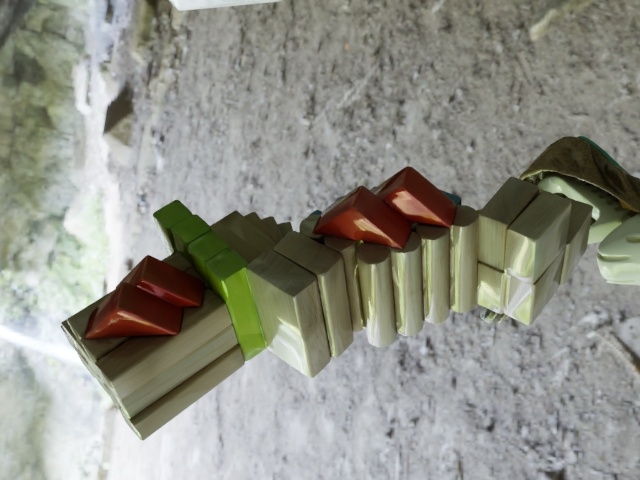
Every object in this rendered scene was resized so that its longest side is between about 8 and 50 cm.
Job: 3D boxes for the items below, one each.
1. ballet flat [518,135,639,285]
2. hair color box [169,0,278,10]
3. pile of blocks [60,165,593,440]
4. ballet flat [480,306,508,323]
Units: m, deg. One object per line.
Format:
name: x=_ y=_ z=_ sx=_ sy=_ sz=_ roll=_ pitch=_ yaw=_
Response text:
ballet flat: x=0.335 y=-0.021 z=0.938 sx=0.342 sy=0.124 sz=0.116 roll=51 pitch=167 yaw=53
hair color box: x=-0.173 y=-0.429 z=1.118 sx=0.347 sy=0.174 sz=0.105 roll=32 pitch=-123 yaw=-77
pile of blocks: x=0.000 y=0.000 z=0.542 sx=0.112 sy=0.362 sz=0.149 roll=81 pitch=171 yaw=-45
ballet flat: x=0.299 y=0.062 z=1.272 sx=0.084 sy=0.058 sz=0.250 roll=-57 pitch=-7 yaw=30
